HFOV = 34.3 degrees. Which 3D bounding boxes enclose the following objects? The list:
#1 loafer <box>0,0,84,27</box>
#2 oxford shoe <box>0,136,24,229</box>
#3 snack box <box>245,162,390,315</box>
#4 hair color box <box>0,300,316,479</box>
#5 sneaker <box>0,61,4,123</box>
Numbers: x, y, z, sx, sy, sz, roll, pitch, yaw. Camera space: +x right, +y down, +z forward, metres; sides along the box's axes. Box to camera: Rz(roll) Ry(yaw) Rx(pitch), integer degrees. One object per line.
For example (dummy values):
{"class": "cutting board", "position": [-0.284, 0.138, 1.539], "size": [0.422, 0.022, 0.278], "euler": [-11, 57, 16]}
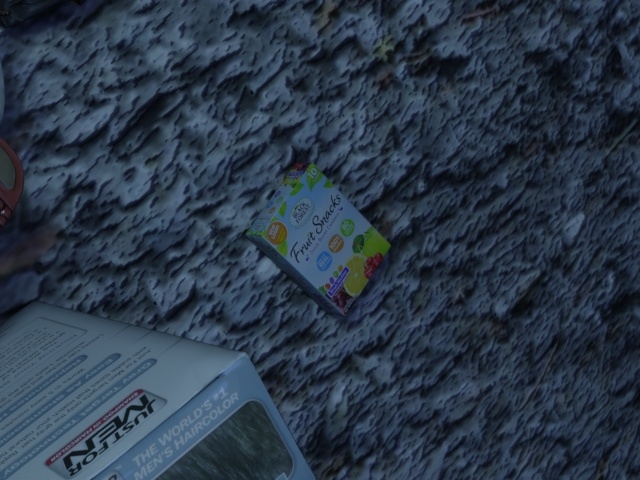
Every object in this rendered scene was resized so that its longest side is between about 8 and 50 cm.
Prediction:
{"class": "loafer", "position": [-0.225, -0.243, 0.935], "size": [0.170, 0.062, 0.061], "euler": [-24, 128, -29]}
{"class": "oxford shoe", "position": [-0.378, 0.038, 0.789], "size": [0.348, 0.130, 0.123], "euler": [-42, 98, -20]}
{"class": "snack box", "position": [0.000, 0.000, 1.108], "size": [0.141, 0.037, 0.100], "euler": [45, 66, -27]}
{"class": "hair color box", "position": [-0.194, 0.154, 0.771], "size": [0.185, 0.374, 0.114], "euler": [-38, 112, -28]}
{"class": "sneaker", "position": [-0.353, -0.207, 0.789], "size": [0.126, 0.127, 0.321], "euler": [-38, 132, -25]}
